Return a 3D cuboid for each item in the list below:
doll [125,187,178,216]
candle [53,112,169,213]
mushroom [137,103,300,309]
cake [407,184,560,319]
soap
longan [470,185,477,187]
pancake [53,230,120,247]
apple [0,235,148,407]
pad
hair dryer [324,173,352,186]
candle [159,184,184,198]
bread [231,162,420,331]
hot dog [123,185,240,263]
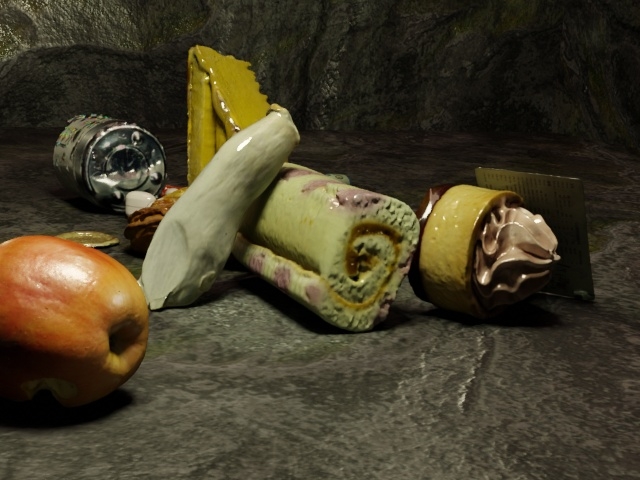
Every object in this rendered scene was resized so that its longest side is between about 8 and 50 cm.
[{"bbox_3d":[-0.274,-0.063,2.163,0.161,0.059,0.160,-6,15,-41],"label":"doll"},{"bbox_3d":[-0.449,-0.167,2.318,0.187,0.187,0.330,-3,11,-30],"label":"candle"},{"bbox_3d":[-0.144,-0.047,1.602,0.097,0.351,0.109,21,-16,50],"label":"mushroom"},{"bbox_3d":[0.242,0.020,1.579,0.208,0.185,0.178,9,1,-45],"label":"cake"},{"bbox_3d":[-0.135,-0.225,2.304,0.304,0.338,0.169,11,15,40],"label":"soap"},{"bbox_3d":[0.324,-0.083,2.416,0.075,0.075,0.083,7,8,19],"label":"longan"},{"bbox_3d":[-0.403,-0.001,1.936,0.115,0.011,0.115,2,12,0],"label":"pancake"},{"bbox_3d":[-0.272,0.088,1.160,0.199,0.199,0.199,3,11,-1],"label":"apple"},{"bbox_3d":[0.321,-0.004,1.678,0.160,0.265,0.009,9,51,26],"label":"pad"},{"bbox_3d":[0.005,-0.081,2.412,0.167,0.067,0.199,-8,28,-11],"label":"hair dryer"},{"bbox_3d":[-0.274,-0.083,2.298,0.329,0.048,0.051,11,0,36],"label":"candle"},{"bbox_3d":[0.000,0.000,1.622,0.155,0.187,0.338,18,3,-28],"label":"bread"},{"bbox_3d":[-0.191,-0.028,1.866,0.272,0.122,0.196,9,19,17],"label":"hot dog"}]
